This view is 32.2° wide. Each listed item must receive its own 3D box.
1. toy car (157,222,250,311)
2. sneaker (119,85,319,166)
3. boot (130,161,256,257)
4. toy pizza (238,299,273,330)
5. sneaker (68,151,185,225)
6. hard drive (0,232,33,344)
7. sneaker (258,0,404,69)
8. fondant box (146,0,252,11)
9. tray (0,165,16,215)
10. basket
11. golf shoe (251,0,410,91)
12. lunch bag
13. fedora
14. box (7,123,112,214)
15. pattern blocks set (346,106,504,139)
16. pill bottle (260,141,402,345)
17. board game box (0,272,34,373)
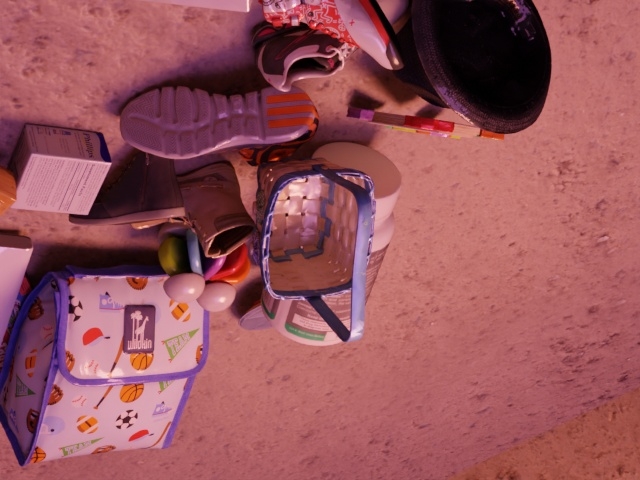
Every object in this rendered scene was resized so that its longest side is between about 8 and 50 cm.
[{"bbox_3d":[-0.206,0.033,2.028,0.136,0.159,0.182,-31,145,34],"label":"toy car"},{"bbox_3d":[-0.161,-0.173,1.834,0.321,0.124,0.180,0,168,3],"label":"sneaker"},{"bbox_3d":[-0.228,-0.035,1.937,0.213,0.165,0.077,-22,144,-3],"label":"boot"},{"bbox_3d":[-0.079,0.138,2.326,0.201,0.032,0.201,-17,162,-6],"label":"toy pizza"},{"bbox_3d":[-0.335,-0.088,1.902,0.222,0.118,0.083,-6,180,21],"label":"sneaker"},{"bbox_3d":[-0.648,0.109,1.960,0.203,0.040,0.307,7,128,-29],"label":"hard drive"},{"bbox_3d":[0.004,-0.343,1.666,0.145,0.090,0.270,-31,111,15],"label":"sneaker"},{"bbox_3d":[-0.245,-0.423,1.384,0.330,0.096,0.238,6,141,3],"label":"fondant box"},{"bbox_3d":[-0.684,-0.103,1.647,0.203,0.076,0.411,-40,134,21],"label":"tray"},{"bbox_3d":[0.000,0.000,1.797,0.201,0.289,0.254,-8,114,-29],"label":"basket"},{"bbox_3d":[0.029,-0.318,1.758,0.273,0.120,0.105,-25,143,0],"label":"golf shoe"},{"bbox_3d":[-0.405,0.219,2.099,0.328,0.239,0.385,1,122,-40],"label":"lunch bag"},{"bbox_3d":[0.227,-0.305,1.807,0.334,0.334,0.152,13,161,-39],"label":"fedora"},{"bbox_3d":[-0.429,-0.114,1.807,0.137,0.072,0.126,6,135,-33],"label":"box"},{"bbox_3d":[0.180,-0.196,1.897,0.325,0.285,0.026,1,100,-47],"label":"pattern blocks set"},{"bbox_3d":[0.021,0.008,2.084,0.204,0.204,0.361,-3,133,-25],"label":"pill bottle"},{"bbox_3d":[-0.593,0.163,2.112,0.145,0.027,0.281,-17,144,-7],"label":"board game box"}]
